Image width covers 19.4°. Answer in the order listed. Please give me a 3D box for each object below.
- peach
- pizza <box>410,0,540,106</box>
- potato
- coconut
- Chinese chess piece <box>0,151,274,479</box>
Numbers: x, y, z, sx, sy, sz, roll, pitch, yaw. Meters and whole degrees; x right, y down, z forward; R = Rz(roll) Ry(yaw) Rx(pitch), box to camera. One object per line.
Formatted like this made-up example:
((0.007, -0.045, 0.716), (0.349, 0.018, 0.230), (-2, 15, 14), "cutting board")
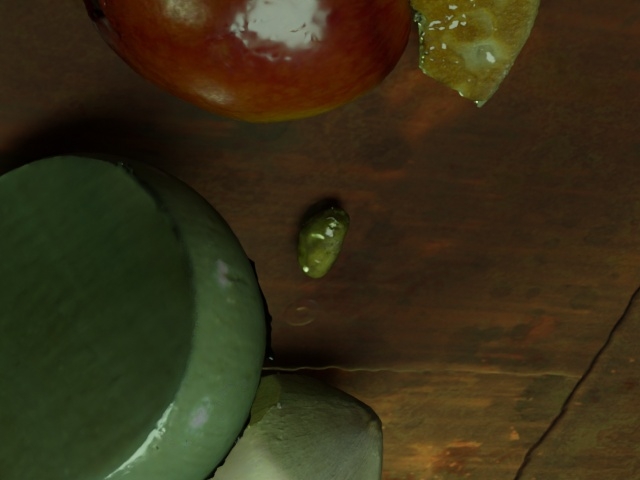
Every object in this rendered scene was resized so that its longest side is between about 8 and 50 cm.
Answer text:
((-0.063, -0.216, 1.549), (0.281, 0.238, 0.281), (-4, 144, -3), "peach")
((0.143, -0.230, 1.740), (0.134, 0.056, 0.271), (-19, 138, -4), "pizza")
((0.000, 0.000, 1.928), (0.046, 0.045, 0.092), (26, 132, 6), "potato")
((-0.035, 0.247, 2.052), (0.224, 0.224, 0.234), (24, 123, -37), "coconut")
((-0.218, 0.093, 1.726), (0.349, 0.349, 0.146), (-33, 153, 14), "Chinese chess piece")
